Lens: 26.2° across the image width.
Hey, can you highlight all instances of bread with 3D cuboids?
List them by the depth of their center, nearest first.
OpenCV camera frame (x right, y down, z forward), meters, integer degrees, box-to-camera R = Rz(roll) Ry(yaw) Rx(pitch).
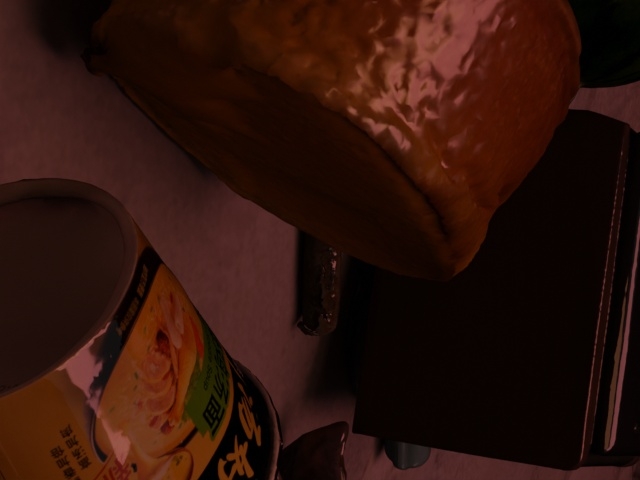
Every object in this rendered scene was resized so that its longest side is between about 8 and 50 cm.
[{"bbox_3d":[0.013,-0.083,0.612,0.142,0.195,0.269,-63,161,-10],"label":"bread"}]

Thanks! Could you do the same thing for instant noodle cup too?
[{"bbox_3d":[-0.102,0.057,0.511,0.151,0.151,0.122,-57,141,-36],"label":"instant noodle cup"}]

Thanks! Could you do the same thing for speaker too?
[{"bbox_3d":[0.138,0.033,0.951,0.153,0.193,0.230,16,82,-61],"label":"speaker"}]

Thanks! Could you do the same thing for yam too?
[{"bbox_3d":[0.000,0.000,0.857,0.033,0.027,0.129,-49,146,-50],"label":"yam"}]

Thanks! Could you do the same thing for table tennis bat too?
[{"bbox_3d":[0.063,0.085,1.059,0.149,0.038,0.237,-51,146,-45],"label":"table tennis bat"}]

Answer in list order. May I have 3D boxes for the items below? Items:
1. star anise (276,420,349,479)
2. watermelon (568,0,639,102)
[{"bbox_3d":[-0.028,0.243,0.880,0.230,0.081,0.262,55,43,-63],"label":"star anise"},{"bbox_3d":[0.194,-0.189,0.979,0.188,0.188,0.214,6,92,-68],"label":"watermelon"}]
